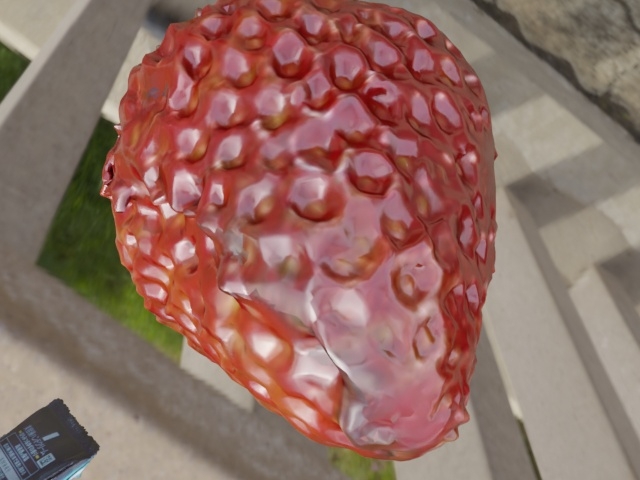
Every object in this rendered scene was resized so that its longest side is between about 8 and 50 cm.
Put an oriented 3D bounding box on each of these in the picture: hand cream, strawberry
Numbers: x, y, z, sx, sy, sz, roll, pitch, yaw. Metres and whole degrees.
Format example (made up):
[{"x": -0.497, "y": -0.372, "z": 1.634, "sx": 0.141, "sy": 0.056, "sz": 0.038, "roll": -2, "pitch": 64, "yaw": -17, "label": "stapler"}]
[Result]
[{"x": -0.281, "y": 0.218, "z": 0.970, "sx": 0.270, "sy": 0.120, "sz": 0.061, "roll": -41, "pitch": 115, "yaw": -12, "label": "hand cream"}, {"x": 0.000, "y": 0.000, "z": 0.608, "sx": 0.205, "sy": 0.244, "sz": 0.205, "roll": -8, "pitch": 127, "yaw": -10, "label": "strawberry"}]
